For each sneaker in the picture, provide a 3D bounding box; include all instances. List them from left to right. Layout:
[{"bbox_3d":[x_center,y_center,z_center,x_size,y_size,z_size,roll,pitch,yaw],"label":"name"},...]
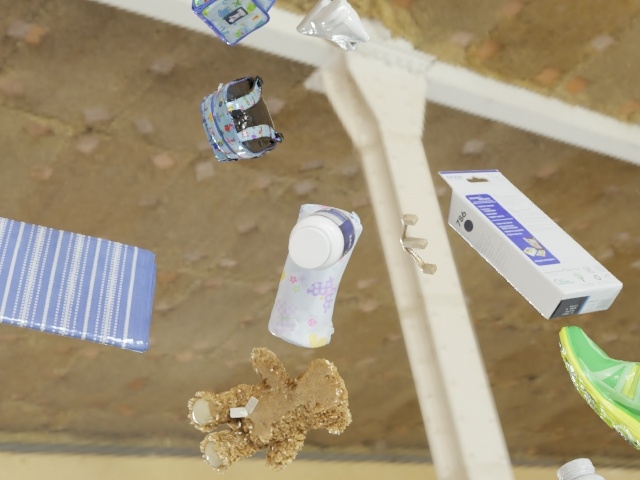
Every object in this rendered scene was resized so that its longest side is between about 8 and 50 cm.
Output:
[{"bbox_3d":[0.025,-0.365,1.894,0.094,0.212,0.080,39,-90,-20],"label":"sneaker"},{"bbox_3d":[0.487,0.235,1.688,0.123,0.295,0.109,-41,-29,-5],"label":"sneaker"}]

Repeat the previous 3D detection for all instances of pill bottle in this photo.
[{"bbox_3d":[0.000,0.000,1.865,0.094,0.094,0.169,-20,4,16],"label":"pill bottle"},{"bbox_3d":[0.478,0.471,1.931,0.087,0.160,0.087,-11,-39,-9],"label":"pill bottle"}]

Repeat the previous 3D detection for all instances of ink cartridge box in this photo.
[{"bbox_3d":[0.341,-0.001,1.859,0.165,0.333,0.065,-5,-48,-39],"label":"ink cartridge box"}]

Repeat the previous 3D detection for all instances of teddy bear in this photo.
[{"bbox_3d":[-0.105,0.352,2.247,0.338,0.245,0.113,-36,-15,1],"label":"teddy bear"}]

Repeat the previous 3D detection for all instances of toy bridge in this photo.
[{"bbox_3d":[0.225,0.006,2.625,0.063,0.026,0.188,9,-41,36],"label":"toy bridge"}]

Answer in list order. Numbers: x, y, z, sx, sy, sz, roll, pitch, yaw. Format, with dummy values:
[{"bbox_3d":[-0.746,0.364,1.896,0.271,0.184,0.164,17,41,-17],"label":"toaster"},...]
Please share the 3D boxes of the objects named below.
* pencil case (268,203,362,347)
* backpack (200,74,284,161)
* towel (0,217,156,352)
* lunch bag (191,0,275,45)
[{"bbox_3d":[-0.011,0.068,2.081,0.124,0.273,0.113,17,12,12],"label":"pencil case"},{"bbox_3d":[-0.163,-0.223,2.075,0.116,0.158,0.173,-17,9,21],"label":"backpack"},{"bbox_3d":[-0.467,0.080,1.997,0.335,0.243,0.040,14,-46,-17],"label":"towel"},{"bbox_3d":[-0.134,-0.400,1.742,0.151,0.096,0.129,-58,-28,-2],"label":"lunch bag"}]
